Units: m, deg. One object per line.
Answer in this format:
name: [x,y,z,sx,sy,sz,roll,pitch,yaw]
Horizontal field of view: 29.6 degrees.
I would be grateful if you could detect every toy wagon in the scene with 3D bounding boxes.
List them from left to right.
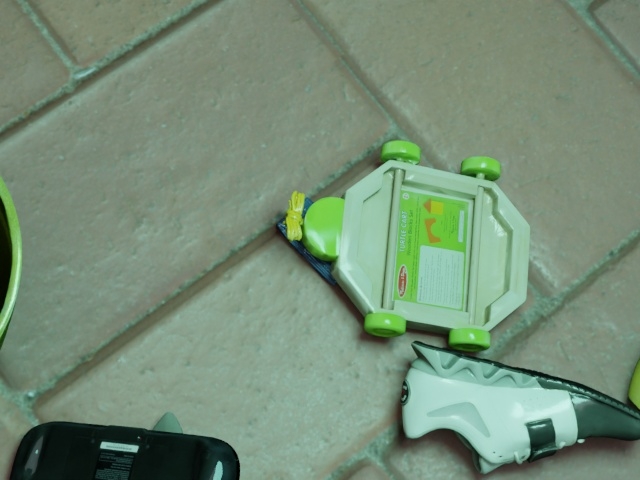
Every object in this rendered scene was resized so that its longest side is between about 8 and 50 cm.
toy wagon: [0.114,0.001,1.628,0.344,0.068,0.267,10,70,-11]

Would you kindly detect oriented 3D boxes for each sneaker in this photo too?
sneaker: [0.260,0.238,1.577,0.330,0.122,0.146,14,89,-4]

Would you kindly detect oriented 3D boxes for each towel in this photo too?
towel: [0.000,0.000,1.653,0.119,0.029,0.067,45,71,8]

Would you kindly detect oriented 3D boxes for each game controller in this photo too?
game controller: [-0.244,0.303,1.437,0.319,0.067,0.166,1,58,26]

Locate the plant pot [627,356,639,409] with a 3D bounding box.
plant pot: [0.467,0.197,1.610,0.134,0.134,0.095,44,99,8]

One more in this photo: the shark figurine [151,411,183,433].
shark figurine: [-0.129,0.343,1.467,0.278,0.116,0.166,32,74,14]

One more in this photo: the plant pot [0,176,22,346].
plant pot: [-0.509,0.073,1.390,0.366,0.353,0.367,2,72,-6]
